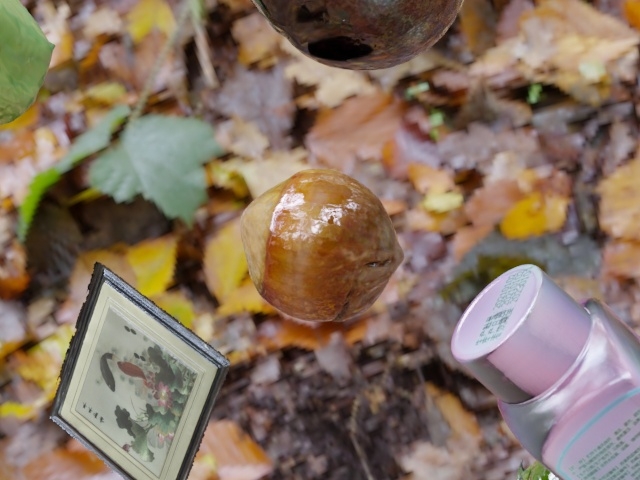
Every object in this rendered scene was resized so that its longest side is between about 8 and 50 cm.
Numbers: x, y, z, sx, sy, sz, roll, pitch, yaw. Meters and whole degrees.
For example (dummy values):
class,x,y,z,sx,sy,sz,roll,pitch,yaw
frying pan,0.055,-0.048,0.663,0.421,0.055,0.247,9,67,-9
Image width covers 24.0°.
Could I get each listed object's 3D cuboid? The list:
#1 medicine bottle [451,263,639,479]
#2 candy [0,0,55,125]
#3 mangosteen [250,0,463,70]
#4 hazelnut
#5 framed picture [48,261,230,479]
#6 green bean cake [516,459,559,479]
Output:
class,x,y,z,sx,sy,sz,roll,pitch,yaw
medicine bottle,0.177,0.103,0.982,0.094,0.188,0.119,-44,18,15
candy,-0.333,-0.191,1.088,0.142,0.343,0.132,3,73,29
mangosteen,0.044,-0.332,1.600,0.300,0.300,0.300,-13,39,11
hazelnut,0.000,0.000,1.687,0.182,0.182,0.182,-13,39,11
framed picture,-0.191,0.154,1.536,0.195,0.199,0.010,34,26,28
green bean cake,0.261,0.281,1.135,0.247,0.156,0.250,11,80,4
